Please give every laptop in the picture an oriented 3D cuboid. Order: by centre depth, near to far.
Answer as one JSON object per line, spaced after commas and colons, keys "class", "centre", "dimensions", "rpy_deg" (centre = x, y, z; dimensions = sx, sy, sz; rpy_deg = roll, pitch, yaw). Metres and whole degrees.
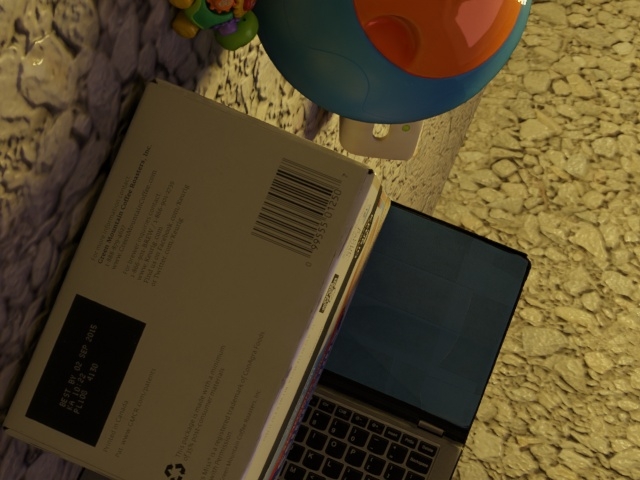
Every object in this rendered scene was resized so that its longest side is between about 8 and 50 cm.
{"class": "laptop", "centre": [-0.036, 0.164, 1.476], "dimensions": [0.236, 0.381, 0.408], "rpy_deg": [85, 29, -67]}

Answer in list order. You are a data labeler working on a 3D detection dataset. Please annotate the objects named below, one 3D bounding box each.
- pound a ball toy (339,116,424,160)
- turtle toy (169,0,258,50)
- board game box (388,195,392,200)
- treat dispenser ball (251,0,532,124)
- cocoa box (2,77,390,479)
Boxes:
{"class": "pound a ball toy", "centre": [0.088, -0.270, 2.022], "dimensions": [0.319, 0.135, 0.208], "rpy_deg": [103, -9, -45]}
{"class": "turtle toy", "centre": [-0.090, -0.224, 1.283], "dimensions": [0.130, 0.066, 0.095], "rpy_deg": [89, 25, -65]}
{"class": "board game box", "centre": [0.118, -0.014, 2.584], "dimensions": [0.060, 0.194, 0.194], "rpy_deg": [100, 2, -54]}
{"class": "treat dispenser ball", "centre": [0.069, -0.261, 1.405], "dimensions": [0.288, 0.288, 0.288], "rpy_deg": [22, 90, -80]}
{"class": "cocoa box", "centre": [-0.104, 0.062, 1.332], "dimensions": [0.228, 0.231, 0.347], "rpy_deg": [37, 75, -80]}
